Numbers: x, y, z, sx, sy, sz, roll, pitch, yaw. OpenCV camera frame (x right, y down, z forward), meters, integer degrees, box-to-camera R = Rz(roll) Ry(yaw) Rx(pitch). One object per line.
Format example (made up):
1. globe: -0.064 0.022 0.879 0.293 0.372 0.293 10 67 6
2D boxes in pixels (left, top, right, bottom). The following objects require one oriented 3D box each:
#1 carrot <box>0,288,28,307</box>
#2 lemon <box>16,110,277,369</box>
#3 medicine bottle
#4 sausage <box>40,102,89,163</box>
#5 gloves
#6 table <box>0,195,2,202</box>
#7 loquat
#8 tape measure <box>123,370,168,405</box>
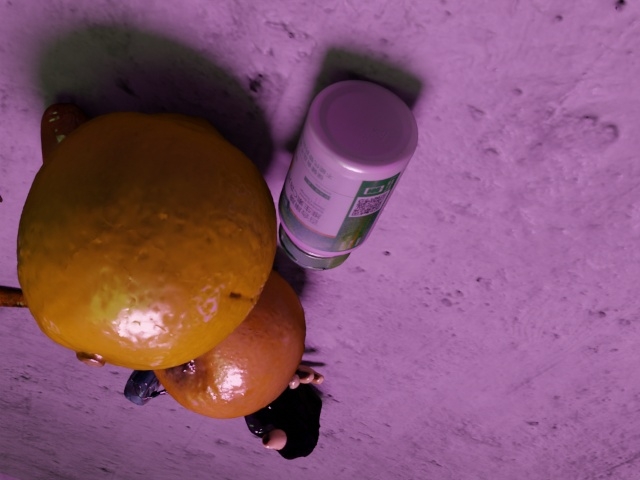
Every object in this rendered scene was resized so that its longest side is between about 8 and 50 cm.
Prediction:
1. carrot: -0.636 0.117 1.759 0.171 0.042 0.042 4 146 15
2. lemon: -0.222 0.001 1.125 0.348 0.348 0.348 11 148 7
3. medicine bottle: 0.022 -0.068 1.097 0.133 0.133 0.274 18 148 -3
4. sausage: -0.356 -0.121 1.236 0.076 0.076 0.197 18 147 -3
5. gloves: -0.073 0.328 1.691 0.152 0.197 0.301 3 149 1
6. table: -0.575 -0.063 1.411 0.070 0.082 0.083 13 149 6
7. loquat: -0.151 0.151 1.402 0.263 0.263 0.263 11 148 7
8. tape measure: -0.325 0.320 1.873 0.180 0.104 0.107 15 145 2
